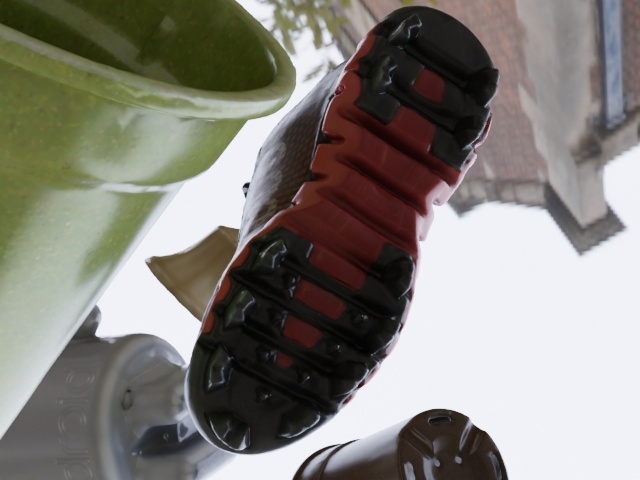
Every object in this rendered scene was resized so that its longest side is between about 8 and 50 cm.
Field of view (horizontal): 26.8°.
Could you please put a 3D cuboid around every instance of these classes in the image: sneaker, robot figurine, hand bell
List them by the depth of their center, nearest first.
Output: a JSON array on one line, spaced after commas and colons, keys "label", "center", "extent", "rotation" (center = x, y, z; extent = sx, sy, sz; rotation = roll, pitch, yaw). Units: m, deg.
[{"label": "sneaker", "center": [0.000, 0.000, 0.746], "extent": [0.097, 0.135, 0.276], "rotation": [34, -115, -15]}, {"label": "hand bell", "center": [-0.051, -0.022, 1.374], "extent": [0.242, 0.126, 0.126], "rotation": [-45, -119, 1]}, {"label": "robot figurine", "center": [-0.266, 0.202, 1.427], "extent": [0.353, 0.200, 0.300], "rotation": [-7, -86, 26]}]

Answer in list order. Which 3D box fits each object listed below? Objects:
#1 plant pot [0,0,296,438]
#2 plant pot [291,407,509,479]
[{"label": "plant pot", "center": [-0.189, -0.030, 0.631], "extent": [0.276, 0.276, 0.254], "rotation": [39, -69, 28]}, {"label": "plant pot", "center": [0.080, 0.243, 1.256], "extent": [0.167, 0.165, 0.167], "rotation": [18, -125, -27]}]
